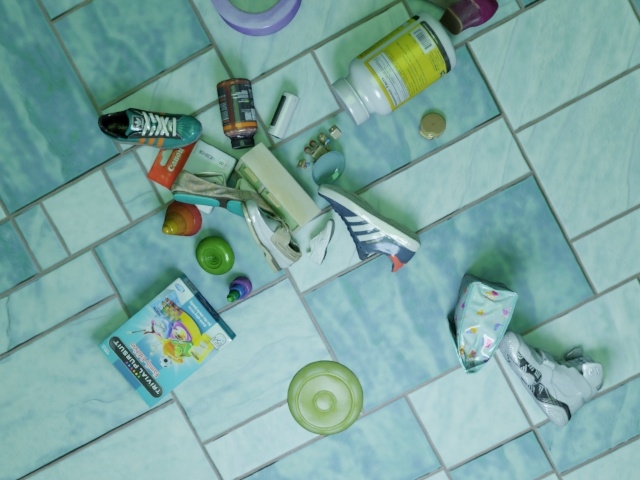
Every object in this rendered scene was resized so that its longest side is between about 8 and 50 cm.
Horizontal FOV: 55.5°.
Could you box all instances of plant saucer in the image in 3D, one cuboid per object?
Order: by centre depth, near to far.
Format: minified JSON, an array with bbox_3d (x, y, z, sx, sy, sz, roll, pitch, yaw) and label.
[{"bbox_3d":[0.020,-0.219,1.822,0.119,0.119,0.021,-46,50,4],"label":"plant saucer"},{"bbox_3d":[0.015,0.497,1.896,0.241,0.037,0.241,0,95,1],"label":"plant saucer"}]

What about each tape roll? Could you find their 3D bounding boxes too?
[{"bbox_3d":[-0.190,-0.750,1.786,0.275,0.090,0.275,0,94,1],"label":"tape roll"}]

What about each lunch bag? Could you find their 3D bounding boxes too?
[{"bbox_3d":[0.454,0.243,1.770,0.160,0.223,0.262,16,96,6],"label":"lunch bag"}]

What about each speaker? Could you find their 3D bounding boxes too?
[{"bbox_3d":[-0.112,-0.374,1.828,0.055,0.055,0.136,23,95,0],"label":"speaker"}]

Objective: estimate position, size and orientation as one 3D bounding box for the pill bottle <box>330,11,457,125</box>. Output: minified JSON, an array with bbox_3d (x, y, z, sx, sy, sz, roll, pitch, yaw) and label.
[{"bbox_3d":[0.204,-0.482,1.743,0.334,0.188,0.188,-34,92,4],"label":"pill bottle"}]

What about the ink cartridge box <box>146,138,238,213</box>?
[{"bbox_3d":[-0.394,-0.217,1.850,0.232,0.066,0.189,28,95,-4],"label":"ink cartridge box"}]

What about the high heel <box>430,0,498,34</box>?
[{"bbox_3d":[0.352,-0.773,1.780,0.181,0.127,0.377,-34,88,-25],"label":"high heel"}]

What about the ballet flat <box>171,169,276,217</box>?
[{"bbox_3d":[-0.273,-0.141,1.786,0.316,0.107,0.106,15,69,-14],"label":"ballet flat"}]

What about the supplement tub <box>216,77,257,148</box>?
[{"bbox_3d":[-0.244,-0.374,1.807,0.106,0.106,0.198,-8,94,2],"label":"supplement tub"}]

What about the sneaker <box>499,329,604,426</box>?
[{"bbox_3d":[0.690,0.366,1.803,0.210,0.137,0.366,-37,107,1],"label":"sneaker"}]

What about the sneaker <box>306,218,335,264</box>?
[{"bbox_3d":[0.000,0.000,1.839,0.061,0.054,0.152,25,113,9],"label":"sneaker"}]

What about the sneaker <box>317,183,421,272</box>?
[{"bbox_3d":[0.119,-0.031,1.814,0.350,0.131,0.148,35,108,6],"label":"sneaker"}]

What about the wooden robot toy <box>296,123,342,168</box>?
[{"bbox_3d":[0.007,-0.265,1.839,0.173,0.076,0.079,-49,126,4],"label":"wooden robot toy"}]

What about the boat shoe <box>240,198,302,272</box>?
[{"bbox_3d":[-0.140,-0.025,1.763,0.103,0.302,0.113,-23,54,2],"label":"boat shoe"}]

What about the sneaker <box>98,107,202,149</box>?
[{"bbox_3d":[-0.508,-0.332,1.801,0.302,0.121,0.108,0,88,6],"label":"sneaker"}]

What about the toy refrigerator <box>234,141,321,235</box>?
[{"bbox_3d":[-0.131,-0.148,1.806,0.094,0.102,0.269,-42,92,-24],"label":"toy refrigerator"}]

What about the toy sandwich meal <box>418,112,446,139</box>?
[{"bbox_3d":[0.337,-0.342,1.830,0.085,0.029,0.085,0,83,3],"label":"toy sandwich meal"}]

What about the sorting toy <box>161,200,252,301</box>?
[{"bbox_3d":[-0.353,0.046,1.814,0.127,0.126,0.365,-37,96,25],"label":"sorting toy"}]

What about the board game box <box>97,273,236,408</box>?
[{"bbox_3d":[-0.472,0.310,1.878,0.336,0.079,0.254,-40,92,4],"label":"board game box"}]

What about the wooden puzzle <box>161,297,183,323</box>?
[{"bbox_3d":[-0.445,0.215,1.827,0.083,0.006,0.049,40,94,0],"label":"wooden puzzle"}]
